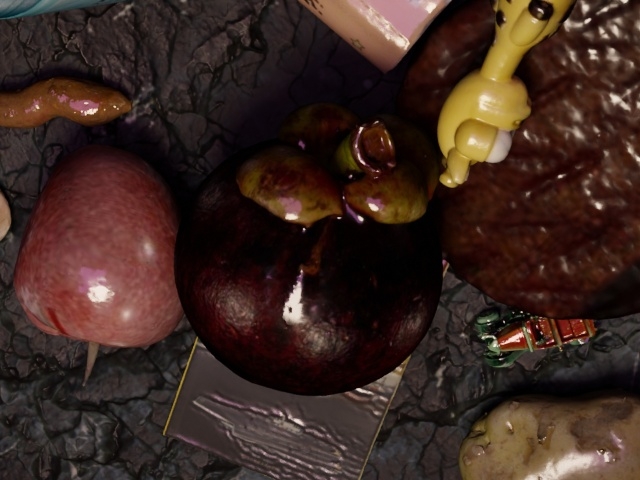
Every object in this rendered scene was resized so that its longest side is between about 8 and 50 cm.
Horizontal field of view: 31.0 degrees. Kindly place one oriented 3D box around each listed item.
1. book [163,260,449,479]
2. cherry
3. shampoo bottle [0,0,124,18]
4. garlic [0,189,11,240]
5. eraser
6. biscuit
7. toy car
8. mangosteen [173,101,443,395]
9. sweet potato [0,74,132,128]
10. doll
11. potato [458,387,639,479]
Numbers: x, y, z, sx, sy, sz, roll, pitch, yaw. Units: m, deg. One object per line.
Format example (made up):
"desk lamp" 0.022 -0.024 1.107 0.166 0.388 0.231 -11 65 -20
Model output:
"book" -0.022 0.135 1.460 0.262 0.028 0.374 22 106 3
"cherry" -0.250 0.031 1.354 0.213 0.236 0.285 12 73 -28
"shampoo bottle" -0.242 -0.398 1.135 0.331 0.343 0.331 16 115 38
"garlic" -0.482 -0.029 1.448 0.174 0.099 0.124 -14 121 15
"eraser" 0.019 -0.344 1.304 0.290 0.087 0.171 40 104 -5
"biscuit" 0.276 -0.102 1.277 0.407 0.091 0.407 12 121 20
"toy car" 0.263 0.108 1.402 0.143 0.054 0.073 -17 103 11
"mangosteen" 0.000 0.000 1.243 0.307 0.307 0.347 23 119 1
"sweet potato" -0.338 -0.168 1.409 0.218 0.051 0.065 -2 106 7
"doll" 0.186 -0.177 1.159 0.086 0.117 0.291 21 124 1
"potato" 0.299 0.263 1.389 0.262 0.165 0.165 -6 103 13
